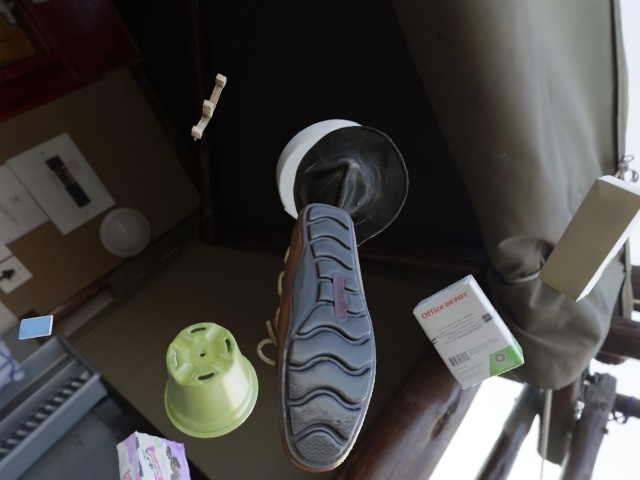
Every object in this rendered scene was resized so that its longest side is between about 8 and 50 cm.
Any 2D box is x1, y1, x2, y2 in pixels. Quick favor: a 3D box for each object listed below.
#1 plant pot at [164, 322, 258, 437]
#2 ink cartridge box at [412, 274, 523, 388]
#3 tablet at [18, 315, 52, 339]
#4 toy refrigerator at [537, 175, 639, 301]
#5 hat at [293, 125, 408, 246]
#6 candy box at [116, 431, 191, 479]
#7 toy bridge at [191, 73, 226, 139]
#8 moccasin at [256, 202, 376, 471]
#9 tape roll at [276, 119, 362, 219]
[{"bbox_3d":[-0.318,0.372,1.163,0.276,0.276,0.254,33,-37,21],"label":"plant pot"},{"bbox_3d":[0.440,0.271,1.246,0.198,0.114,0.273,-35,-96,25],"label":"ink cartridge box"},{"bbox_3d":[-0.772,0.236,1.123,0.006,0.083,0.054,86,-5,-66],"label":"tablet"},{"bbox_3d":[0.626,-0.003,0.951,0.102,0.094,0.270,40,-53,38],"label":"toy refrigerator"},{"bbox_3d":[0.039,-0.137,1.028,0.330,0.133,0.332,1,-88,30],"label":"hat"},{"bbox_3d":[-0.442,0.624,1.114,0.165,0.070,0.196,55,2,42],"label":"candy box"},{"bbox_3d":[-0.302,-0.351,1.111,0.026,0.188,0.063,23,-16,-13],"label":"toy bridge"},{"bbox_3d":[-0.012,0.122,0.600,0.139,0.380,0.147,7,-40,-18],"label":"moccasin"},{"bbox_3d":[0.040,-0.217,1.419,0.072,0.391,0.392,-111,-172,-48],"label":"tape roll"}]
